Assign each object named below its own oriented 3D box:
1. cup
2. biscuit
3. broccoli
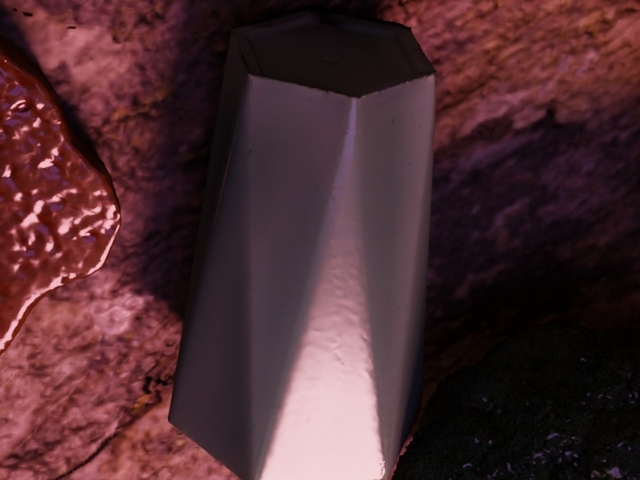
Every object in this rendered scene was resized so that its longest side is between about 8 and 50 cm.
[{"bbox_3d":[0.000,0.000,0.931,0.134,0.148,0.235,13,119,10],"label":"cup"},{"bbox_3d":[-0.258,-0.027,0.893,0.257,0.049,0.273,-40,125,11],"label":"biscuit"},{"bbox_3d":[0.168,0.177,0.998,0.270,0.270,0.270,-20,95,0],"label":"broccoli"}]
